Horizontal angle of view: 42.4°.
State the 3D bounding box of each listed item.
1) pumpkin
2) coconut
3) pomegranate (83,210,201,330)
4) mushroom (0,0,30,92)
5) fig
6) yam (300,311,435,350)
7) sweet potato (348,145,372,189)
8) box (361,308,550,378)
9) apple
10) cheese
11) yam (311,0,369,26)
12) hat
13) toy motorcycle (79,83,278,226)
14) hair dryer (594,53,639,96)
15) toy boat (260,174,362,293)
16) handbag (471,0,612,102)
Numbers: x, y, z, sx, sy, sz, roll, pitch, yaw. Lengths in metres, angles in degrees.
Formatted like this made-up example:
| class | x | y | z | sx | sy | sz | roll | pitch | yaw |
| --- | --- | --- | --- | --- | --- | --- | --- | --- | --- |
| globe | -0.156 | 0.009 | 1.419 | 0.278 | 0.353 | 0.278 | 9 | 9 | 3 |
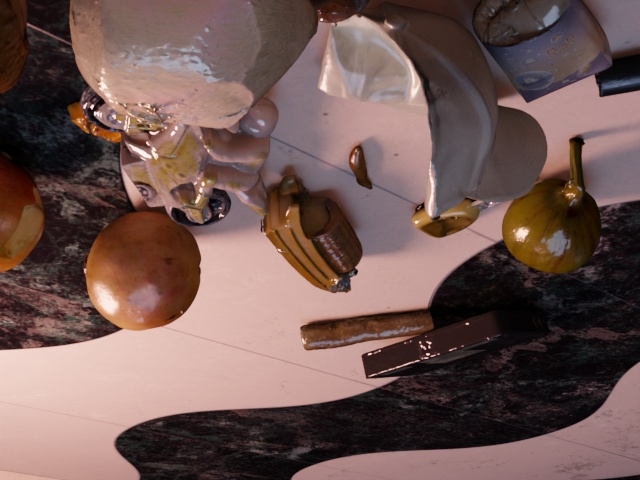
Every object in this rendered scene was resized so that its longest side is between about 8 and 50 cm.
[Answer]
| class | x | y | z | sx | sy | sz | roll | pitch | yaw |
| --- | --- | --- | --- | --- | --- | --- | --- | --- | --- |
| pumpkin | -0.283 | -0.160 | 1.091 | 0.073 | 0.035 | 0.101 | -28 | 138 | 34 |
| coconut | -0.121 | -0.220 | 0.815 | 0.233 | 0.224 | 0.224 | 14 | 149 | -1 |
| pomegranate | -0.281 | 0.048 | 1.305 | 0.191 | 0.191 | 0.191 | -1 | 150 | 0 |
| mushroom | -0.358 | -0.266 | 0.766 | 0.254 | 0.267 | 0.267 | -24 | 164 | -33 |
| fig | 0.359 | -0.033 | 1.220 | 0.142 | 0.148 | 0.186 | 35 | 160 | 0 |
| yam | 0.095 | 0.181 | 1.674 | 0.274 | 0.061 | 0.061 | -10 | 149 | 11 |
| sweet potato | 0.057 | -0.103 | 1.209 | 0.026 | 0.026 | 0.115 | -6 | 152 | 9 |
| box | 0.272 | 0.215 | 1.686 | 0.350 | 0.058 | 0.211 | -26 | 158 | 37 |
| apple | -0.486 | -0.037 | 1.173 | 0.199 | 0.199 | 0.199 | -1 | 150 | 0 |
| cheese | 0.229 | -0.048 | 1.296 | 0.162 | 0.036 | 0.086 | -23 | 145 | 34 |
| yam | 0.003 | -0.288 | 0.832 | 0.079 | 0.079 | 0.141 | -8 | 151 | 12 |
| hat | 0.162 | -0.164 | 0.952 | 0.301 | 0.258 | 0.168 | 0 | 132 | -39 |
| toy motorcycle | -0.154 | -0.123 | 1.092 | 0.222 | 0.108 | 0.341 | -14 | 149 | 6 |
| hair dryer | 0.446 | -0.181 | 1.067 | 0.173 | 0.050 | 0.195 | -6 | 153 | 15 |
| toy boat | 0.000 | 0.000 | 1.321 | 0.115 | 0.089 | 0.310 | -14 | 147 | 16 |
| handbag | 0.246 | -0.235 | 0.924 | 0.117 | 0.095 | 0.173 | -23 | 152 | 27 |
